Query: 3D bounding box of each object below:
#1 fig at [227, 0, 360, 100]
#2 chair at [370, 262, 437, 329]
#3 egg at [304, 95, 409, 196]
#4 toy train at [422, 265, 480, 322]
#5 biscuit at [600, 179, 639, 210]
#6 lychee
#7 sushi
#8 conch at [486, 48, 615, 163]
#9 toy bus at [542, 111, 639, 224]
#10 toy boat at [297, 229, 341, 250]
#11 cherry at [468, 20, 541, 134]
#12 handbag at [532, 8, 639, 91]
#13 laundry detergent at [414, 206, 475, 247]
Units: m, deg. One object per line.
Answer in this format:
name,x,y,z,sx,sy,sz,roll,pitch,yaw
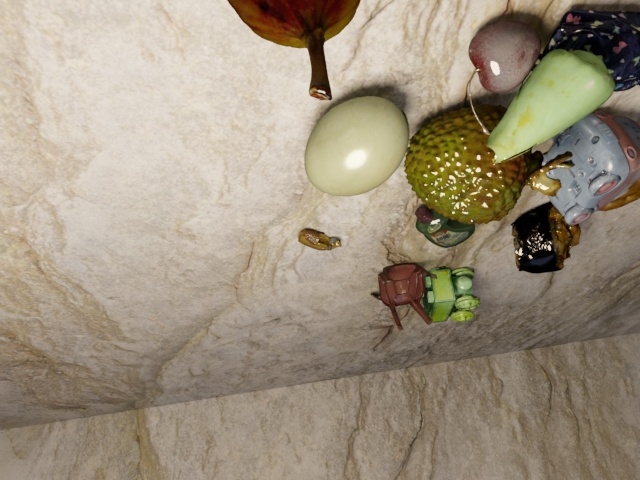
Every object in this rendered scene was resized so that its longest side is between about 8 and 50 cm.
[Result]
fig,-0.015,-0.321,0.758,0.217,0.321,0.217,-13,154,-7
chair,0.280,0.162,1.938,0.175,0.183,0.326,-9,-164,-7
egg,0.071,-0.191,1.155,0.253,0.186,0.186,-31,145,31
toy train,0.475,0.206,2.044,0.188,0.159,0.272,-4,151,0
biscuit,0.880,-0.164,1.619,0.220,0.066,0.220,-9,152,-5
lychee,0.348,-0.168,1.219,0.320,0.270,0.270,3,148,-19
sushi,0.703,-0.007,1.727,0.204,0.213,0.200,-7,177,21
conch,0.420,-0.249,1.037,0.137,0.143,0.250,25,121,-30
toy bus,0.701,-0.192,1.396,0.231,0.197,0.294,-16,151,-12
toy boat,0.000,0.000,1.612,0.149,0.047,0.049,15,141,-38
cherry,0.362,-0.325,1.060,0.148,0.188,0.115,-38,-162,-27
handbag,0.554,-0.369,1.094,0.260,0.113,0.162,-4,144,-10
laundry detergent,0.354,-0.055,1.619,0.144,0.078,0.221,-29,144,26
